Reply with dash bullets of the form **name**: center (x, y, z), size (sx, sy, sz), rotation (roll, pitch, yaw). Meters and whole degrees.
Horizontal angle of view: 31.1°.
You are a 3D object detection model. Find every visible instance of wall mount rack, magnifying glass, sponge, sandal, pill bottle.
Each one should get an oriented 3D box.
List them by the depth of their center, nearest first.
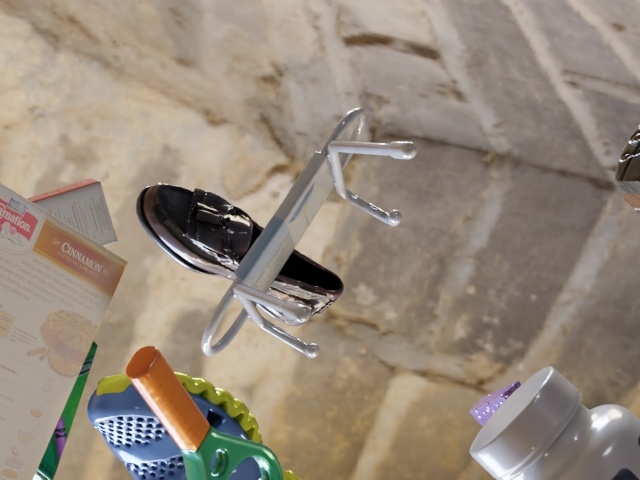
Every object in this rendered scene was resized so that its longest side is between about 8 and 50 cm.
- **pill bottle**: center (0.120, 0.110, 0.462), size (0.067, 0.120, 0.067), rotation (-46, -3, -3)
- **magnifying glass**: center (-0.083, 0.161, 0.862), size (0.092, 0.026, 0.231), rotation (-60, -41, -33)
- **sandal**: center (-0.107, 0.238, 1.078), size (0.126, 0.317, 0.138), rotation (-12, 43, 33)
- **wall mount rack**: center (0.000, 0.000, 1.302), size (0.350, 0.130, 0.304), rotation (-58, -12, -11)
- **sponge**: center (0.244, 0.228, 1.368), size (0.031, 0.117, 0.210), rotation (-42, -7, -11)

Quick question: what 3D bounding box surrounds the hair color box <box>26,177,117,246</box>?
- **hair color box**: center (-0.294, -0.011, 1.212), size (0.043, 0.141, 0.072), rotation (17, 123, 64)

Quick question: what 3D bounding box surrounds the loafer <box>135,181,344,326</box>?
- **loafer**: center (-0.095, 0.005, 1.477), size (0.095, 0.302, 0.109), rotation (-27, 41, 37)

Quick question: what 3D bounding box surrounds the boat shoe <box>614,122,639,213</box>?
- **boat shoe**: center (0.439, -0.128, 1.150), size (0.324, 0.120, 0.122), rotation (-41, 17, -13)

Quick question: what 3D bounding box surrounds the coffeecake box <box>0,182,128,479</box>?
- **coffeecake box**: center (-0.223, 0.064, 0.732), size (0.142, 0.068, 0.186), rotation (40, -112, -51)

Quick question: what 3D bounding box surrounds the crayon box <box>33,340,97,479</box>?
- **crayon box**: center (-0.372, 0.179, 1.156), size (0.278, 0.081, 0.165), rotation (-17, 41, 27)
